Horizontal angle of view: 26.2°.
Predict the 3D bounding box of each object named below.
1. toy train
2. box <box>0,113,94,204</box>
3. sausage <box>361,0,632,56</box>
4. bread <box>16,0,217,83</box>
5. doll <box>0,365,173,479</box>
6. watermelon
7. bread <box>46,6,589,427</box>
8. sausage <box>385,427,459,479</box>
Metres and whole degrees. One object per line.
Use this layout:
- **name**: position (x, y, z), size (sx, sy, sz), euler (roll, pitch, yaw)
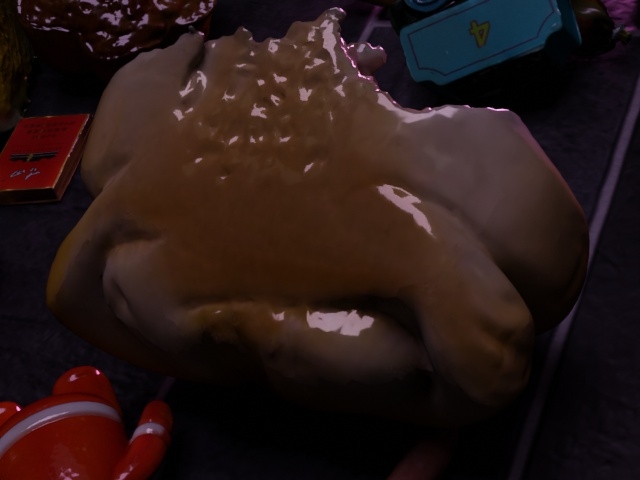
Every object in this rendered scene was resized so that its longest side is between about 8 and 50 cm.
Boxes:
- **toy train**: position (0.170, -0.230, 1.407), size (0.198, 0.107, 0.154), euler (-18, 78, 21)
- **box**: position (-0.310, -0.090, 1.516), size (0.090, 0.023, 0.133), euler (-2, 42, 18)
- **sausage**: position (0.180, -0.266, 1.521), size (0.371, 0.082, 0.082), euler (22, 53, 34)
- **bread**: position (-0.242, -0.287, 1.595), size (0.246, 0.135, 0.232), euler (-2, 60, -4)
- **doll**: position (-0.185, 0.220, 1.076), size (0.200, 0.105, 0.336), euler (-24, 33, -11)
- **watermelon**: position (-0.399, -0.253, 1.603), size (0.123, 0.129, 0.301), euler (-7, 80, -10)
- **bread**: position (-0.011, -0.002, 1.087), size (0.424, 0.329, 0.245), euler (11, 47, 25)
- **sausage**: position (0.066, 0.192, 1.070), size (0.042, 0.036, 0.158), euler (23, 52, 22)
